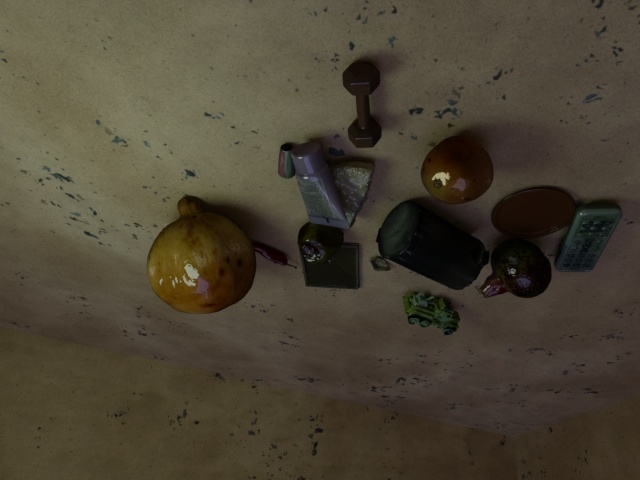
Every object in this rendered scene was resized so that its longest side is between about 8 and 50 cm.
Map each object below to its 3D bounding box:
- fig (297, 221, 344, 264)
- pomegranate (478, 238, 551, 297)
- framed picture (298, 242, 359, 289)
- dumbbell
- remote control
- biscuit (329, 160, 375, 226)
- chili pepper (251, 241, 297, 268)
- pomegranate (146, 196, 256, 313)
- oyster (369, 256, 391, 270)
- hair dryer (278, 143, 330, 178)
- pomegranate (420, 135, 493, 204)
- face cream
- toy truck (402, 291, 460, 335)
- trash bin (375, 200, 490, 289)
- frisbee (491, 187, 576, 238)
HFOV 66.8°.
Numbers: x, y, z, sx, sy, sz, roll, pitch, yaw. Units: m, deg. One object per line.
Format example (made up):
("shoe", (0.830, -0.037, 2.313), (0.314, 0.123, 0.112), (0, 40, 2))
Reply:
("fig", (0.000, 0.000, 1.712), (0.166, 0.154, 0.144), (-14, 135, -24))
("pomegranate", (0.646, 0.113, 1.641), (0.248, 0.214, 0.214), (-34, 135, 5))
("framed picture", (0.041, 0.104, 1.928), (0.232, 0.024, 0.315), (3, 143, 7))
("dumbbell", (0.109, -0.340, 1.243), (0.082, 0.092, 0.231), (26, 151, 25))
("remote control", (0.864, -0.005, 1.587), (0.128, 0.065, 0.335), (2, 144, 11))
("biscuit", (0.063, -0.143, 1.524), (0.179, 0.084, 0.281), (11, 144, 0))
("chili pepper", (-0.198, 0.052, 1.882), (0.268, 0.059, 0.050), (28, 102, -22))
("pomegranate", (-0.413, 0.049, 1.681), (0.410, 0.410, 0.410), (5, 145, 4))
("oyster", (0.227, 0.091, 1.869), (0.051, 0.034, 0.093), (-32, 119, 22))
("hair dryer", (-0.049, -0.236, 1.459), (0.154, 0.054, 0.106), (1, 140, -9))
("pomegranate", (0.373, -0.187, 1.323), (0.191, 0.191, 0.191), (5, 145, 4))
("face cream", (-0.006, -0.151, 1.432), (0.154, 0.096, 0.274), (9, 133, 33))
("toy truck", (0.479, 0.294, 2.032), (0.259, 0.128, 0.135), (25, 127, -22))
("trash bin", (0.366, 0.021, 1.603), (0.301, 0.203, 0.252), (25, 160, -24))
("frisbee", (0.675, -0.086, 1.549), (0.251, 0.021, 0.251), (4, 145, 3))
